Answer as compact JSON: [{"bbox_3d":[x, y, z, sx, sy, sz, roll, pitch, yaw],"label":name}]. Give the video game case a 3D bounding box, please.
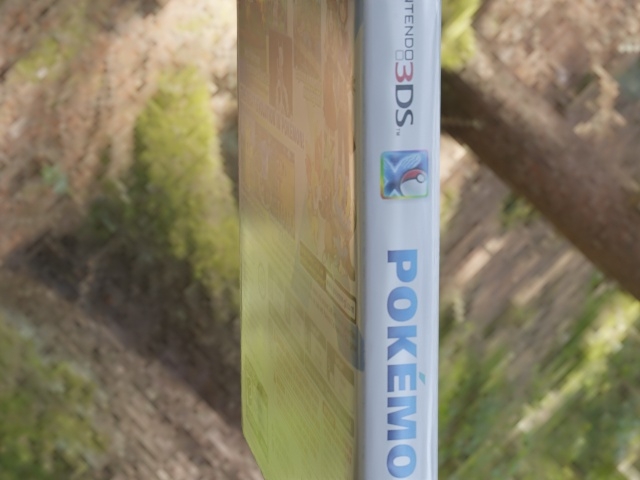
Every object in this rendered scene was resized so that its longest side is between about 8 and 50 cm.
[{"bbox_3d":[0.000,0.000,0.789,0.036,0.300,0.329,-3,-168,-10],"label":"video game case"}]
